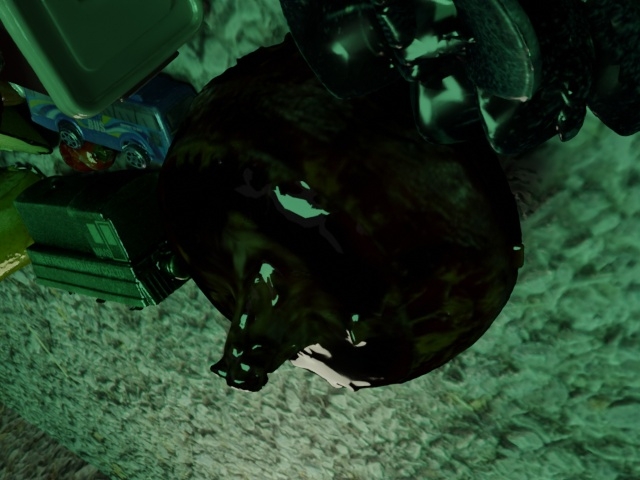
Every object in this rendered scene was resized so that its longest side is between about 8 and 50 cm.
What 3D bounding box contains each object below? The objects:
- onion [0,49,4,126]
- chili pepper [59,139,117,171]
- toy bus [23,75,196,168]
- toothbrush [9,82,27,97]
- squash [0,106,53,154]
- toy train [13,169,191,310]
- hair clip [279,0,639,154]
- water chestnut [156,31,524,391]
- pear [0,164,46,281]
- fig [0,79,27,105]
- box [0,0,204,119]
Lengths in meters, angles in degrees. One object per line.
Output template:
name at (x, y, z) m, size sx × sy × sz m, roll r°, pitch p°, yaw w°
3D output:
onion at (-0.342, -0.138, 0.706) m, size 0.147 × 0.184 × 0.184 m, roll -19°, pitch 126°, yaw 9°
chili pepper at (-0.310, -0.118, 1.071) m, size 0.191 × 0.050 × 0.059 m, roll 9°, pitch 142°, yaw 53°
toy bus at (-0.246, -0.154, 0.943) m, size 0.236 × 0.079 × 0.094 m, roll 17°, pitch 141°, yaw 27°
toothbrush at (-0.450, -0.296, 0.964) m, size 0.304 × 0.030 × 0.030 m, roll 51°, pitch 145°, yaw -7°
squash at (-0.460, -0.180, 1.115) m, size 0.184 × 0.085 × 0.192 m, roll 12°, pitch 175°, yaw -9°
toy train at (-0.307, -0.012, 1.134) m, size 0.330 × 0.138 × 0.178 m, roll 6°, pitch 127°, yaw 41°
hair clip at (0.102, -0.175, 0.473) m, size 0.194 × 0.206 × 0.310 m, roll 21°, pitch 149°, yaw 55°
water chestnut at (0.000, 0.000, 0.707) m, size 0.350 × 0.302 × 0.350 m, roll 28°, pitch 148°, yaw 19°
pear at (-0.552, 0.011, 1.267) m, size 0.238 × 0.255 × 0.164 m, roll 1°, pitch 131°, yaw 35°
fig at (-0.408, -0.205, 1.040) m, size 0.125 × 0.089 × 0.089 m, roll 29°, pitch 156°, yaw -37°
box at (-0.259, -0.273, 0.718) m, size 0.167 × 0.193 × 0.294 m, roll 16°, pitch 143°, yaw 36°
